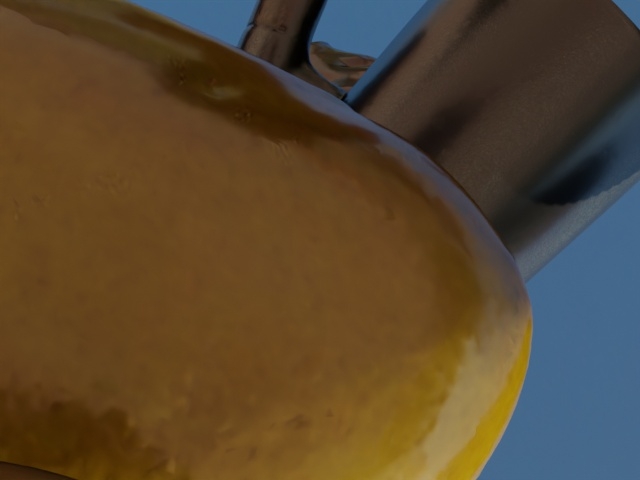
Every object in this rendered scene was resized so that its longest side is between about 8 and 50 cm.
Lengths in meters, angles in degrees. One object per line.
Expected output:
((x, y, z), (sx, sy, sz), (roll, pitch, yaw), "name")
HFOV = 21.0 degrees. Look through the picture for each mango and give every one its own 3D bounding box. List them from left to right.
((-0.138, 0.028, 0.709), (0.445, 0.232, 0.300), (10, -101, 0), "mango")

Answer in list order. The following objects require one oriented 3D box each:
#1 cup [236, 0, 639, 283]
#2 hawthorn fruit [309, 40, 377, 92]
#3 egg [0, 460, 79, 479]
((0.061, -0.071, 1.006), (0.239, 0.166, 0.177), (38, -105, 25), "cup")
((0.000, 0.000, 1.235), (0.210, 0.266, 0.230), (-1, -149, -2), "hawthorn fruit")
((-0.139, 0.221, 0.405), (0.374, 0.301, 0.301), (-38, -123, 4), "egg")
